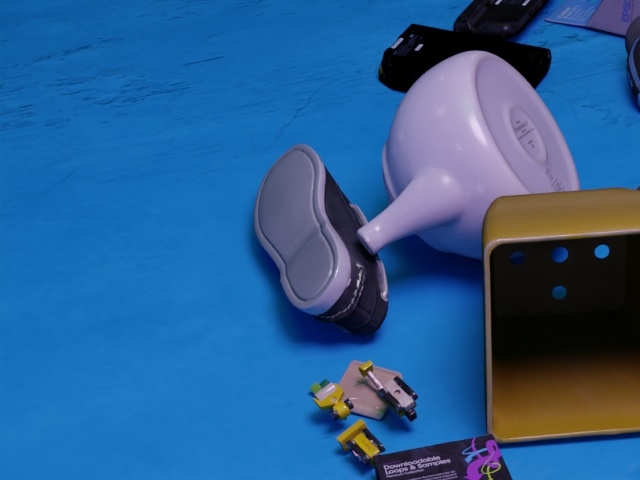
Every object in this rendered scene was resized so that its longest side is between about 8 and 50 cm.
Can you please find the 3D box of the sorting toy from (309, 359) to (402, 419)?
[{"bbox_3d":[0.034,0.147,1.312,0.083,0.012,0.062,14,44,18],"label":"sorting toy"}]

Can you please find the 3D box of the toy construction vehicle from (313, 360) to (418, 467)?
[{"bbox_3d":[0.047,0.167,1.261,0.086,0.035,0.098,-38,50,-16],"label":"toy construction vehicle"}]

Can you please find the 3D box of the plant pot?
[{"bbox_3d":[0.252,0.050,1.277,0.212,0.212,0.187,-5,25,-1],"label":"plant pot"}]

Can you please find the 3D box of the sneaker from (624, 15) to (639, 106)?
[{"bbox_3d":[0.571,-0.222,1.705,0.341,0.125,0.139,-1,49,16],"label":"sneaker"}]

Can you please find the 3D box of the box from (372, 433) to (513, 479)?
[{"bbox_3d":[0.118,0.236,1.150,0.116,0.029,0.162,-9,31,-5],"label":"box"}]

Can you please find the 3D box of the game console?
[{"bbox_3d":[0.250,-0.300,1.882,0.213,0.044,0.361,16,43,26],"label":"game console"}]

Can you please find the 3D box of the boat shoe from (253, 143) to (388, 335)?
[{"bbox_3d":[0.000,0.000,1.459,0.114,0.091,0.302,-44,31,21],"label":"boat shoe"}]

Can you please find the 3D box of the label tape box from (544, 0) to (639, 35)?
[{"bbox_3d":[0.531,-0.380,1.916,0.334,0.105,0.240,19,41,28],"label":"label tape box"}]

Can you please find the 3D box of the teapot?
[{"bbox_3d":[0.158,-0.077,1.468,0.187,0.256,0.252,-30,50,31],"label":"teapot"}]

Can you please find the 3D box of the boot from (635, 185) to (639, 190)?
[{"bbox_3d":[0.508,-0.035,1.444,0.270,0.089,0.236,-2,-8,-28],"label":"boot"}]
